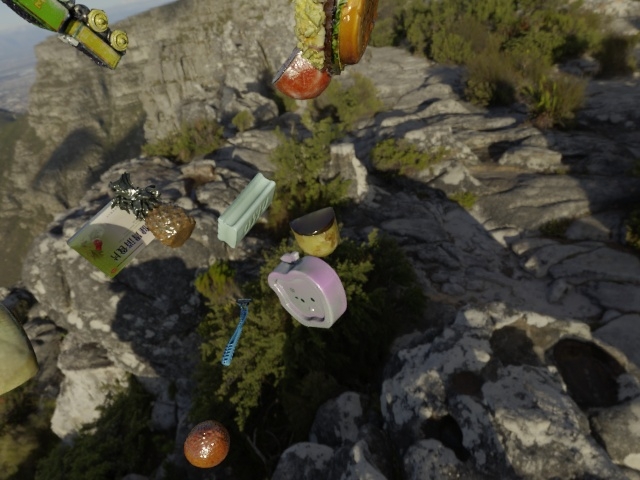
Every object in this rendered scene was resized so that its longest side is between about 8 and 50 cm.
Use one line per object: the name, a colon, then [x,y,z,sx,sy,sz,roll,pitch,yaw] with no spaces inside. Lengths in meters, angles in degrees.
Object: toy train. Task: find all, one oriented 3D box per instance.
toy train: [-0.375,-0.330,0.596,0.060,0.202,0.081,24,85,24]

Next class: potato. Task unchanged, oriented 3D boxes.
potato: [0.000,0.000,0.801,0.096,0.103,0.066,-19,41,13]

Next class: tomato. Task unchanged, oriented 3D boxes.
tomato: [-0.040,-0.545,1.311,0.214,0.155,0.180,-40,24,30]

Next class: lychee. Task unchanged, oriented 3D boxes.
lychee: [-0.267,0.494,0.980,0.101,0.140,0.114,14,29,26]

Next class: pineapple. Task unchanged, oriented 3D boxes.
pineapple: [-0.442,-0.081,1.045,0.237,0.111,0.119,38,75,2]

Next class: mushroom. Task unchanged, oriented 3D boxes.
mushroom: [-0.777,0.236,0.843,0.292,0.217,0.212,-13,13,36]

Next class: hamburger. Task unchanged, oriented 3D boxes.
hamburger: [0.032,-0.454,0.789,0.139,0.243,0.261,17,27,10]

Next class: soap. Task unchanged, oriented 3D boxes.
soap: [-0.285,-0.116,1.571,0.088,0.159,0.265,32,59,4]

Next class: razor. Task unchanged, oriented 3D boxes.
razor: [-0.310,0.335,1.501,0.082,0.042,0.253,-8,53,33]

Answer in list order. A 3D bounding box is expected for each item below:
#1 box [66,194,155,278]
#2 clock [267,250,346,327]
box: [-0.669,-0.027,1.351,0.260,0.175,0.062,-49,34,-16]
clock: [-0.055,0.197,1.613,0.339,0.338,0.102,16,44,35]
